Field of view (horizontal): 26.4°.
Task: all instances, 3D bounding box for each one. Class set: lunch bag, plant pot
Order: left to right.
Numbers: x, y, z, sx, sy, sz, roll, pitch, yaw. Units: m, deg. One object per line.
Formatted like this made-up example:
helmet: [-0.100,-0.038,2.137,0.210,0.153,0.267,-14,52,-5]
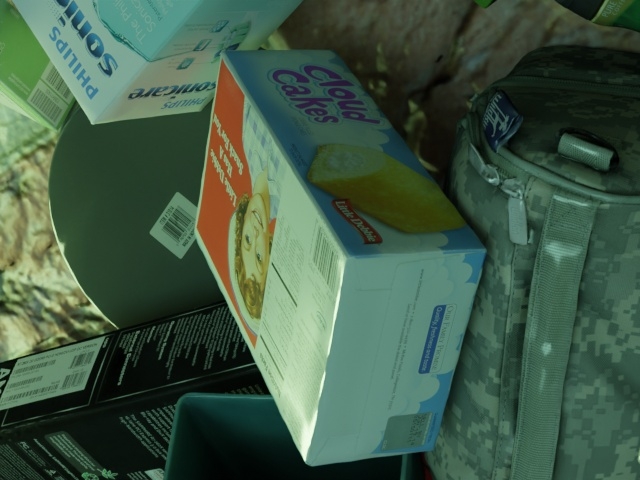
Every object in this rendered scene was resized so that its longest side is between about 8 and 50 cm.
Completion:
plant pot: [-0.004,0.237,0.983,0.166,0.165,0.234,-1,147,14]
lunch bag: [0.173,0.039,0.889,0.213,0.256,0.305,12,117,18]

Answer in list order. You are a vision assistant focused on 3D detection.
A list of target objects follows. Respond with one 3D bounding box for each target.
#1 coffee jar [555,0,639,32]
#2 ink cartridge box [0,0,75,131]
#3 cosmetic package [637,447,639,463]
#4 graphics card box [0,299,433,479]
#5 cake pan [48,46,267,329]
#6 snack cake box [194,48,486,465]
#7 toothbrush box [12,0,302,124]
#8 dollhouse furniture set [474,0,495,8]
coffee jar: [0.239,-0.161,0.848,0.184,0.079,0.096,22,138,-3]
ink cartridge box: [-0.311,-0.178,1.038,0.235,0.171,0.056,26,82,16]
cosmetic package: [0.380,-0.066,0.568,0.329,0.327,0.393,23,118,19]
graphics card box: [-0.078,0.163,1.107,0.371,0.094,0.233,-18,130,28]
cake pan: [-0.097,-0.020,1.097,0.293,0.054,0.293,9,117,20]
snack cake box: [0.000,0.000,0.881,0.089,0.264,0.152,-3,124,-21]
toothbrush box: [-0.089,-0.252,0.912,0.295,0.126,0.216,-43,74,31]
dollhouse furniture set: [0.135,-0.228,0.888,0.058,0.076,0.151,41,123,3]
